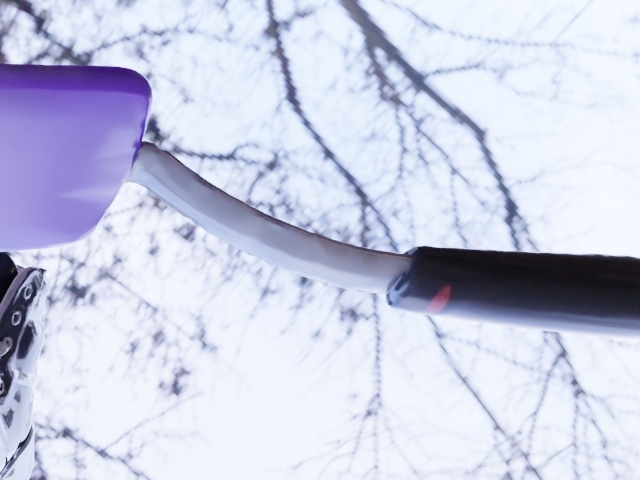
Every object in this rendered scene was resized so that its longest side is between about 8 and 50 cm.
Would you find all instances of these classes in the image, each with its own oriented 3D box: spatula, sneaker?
[{"bbox_3d":[0.000,0.000,0.429,0.296,0.084,0.030,12,-129,-19],"label":"spatula"},{"bbox_3d":[-0.206,0.096,0.785,0.099,0.153,0.282,8,-163,-1],"label":"sneaker"}]
